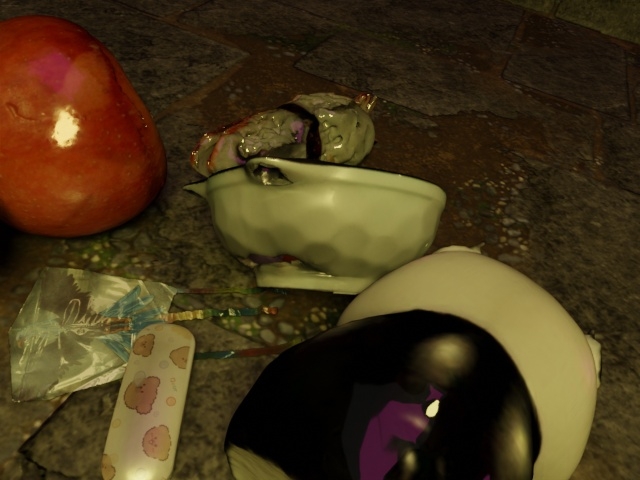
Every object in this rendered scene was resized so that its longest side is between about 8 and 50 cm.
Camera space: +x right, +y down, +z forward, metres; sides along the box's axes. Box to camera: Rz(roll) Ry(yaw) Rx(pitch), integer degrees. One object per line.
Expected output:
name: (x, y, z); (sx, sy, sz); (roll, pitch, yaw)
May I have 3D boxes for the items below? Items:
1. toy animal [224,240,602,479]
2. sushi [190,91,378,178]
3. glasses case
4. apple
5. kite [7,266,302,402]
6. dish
toy animal: (0.100, 0.142, 0.449); (0.251, 0.251, 0.310); (36, 53, 23)
sushi: (-0.036, -0.144, 0.798); (0.129, 0.124, 0.332); (27, 44, 31)
glasses case: (-0.159, 0.153, 0.495); (0.063, 0.041, 0.164); (8, 48, -8)
apple: (-0.312, -0.129, 0.619); (0.206, 0.252, 0.272); (-28, 71, -18)
kite: (-0.175, 0.100, 0.579); (0.309, 0.015, 0.169); (2, 44, -11)
dish: (0.000, 0.000, 0.595); (0.302, 0.303, 0.120); (4, 84, -10)
